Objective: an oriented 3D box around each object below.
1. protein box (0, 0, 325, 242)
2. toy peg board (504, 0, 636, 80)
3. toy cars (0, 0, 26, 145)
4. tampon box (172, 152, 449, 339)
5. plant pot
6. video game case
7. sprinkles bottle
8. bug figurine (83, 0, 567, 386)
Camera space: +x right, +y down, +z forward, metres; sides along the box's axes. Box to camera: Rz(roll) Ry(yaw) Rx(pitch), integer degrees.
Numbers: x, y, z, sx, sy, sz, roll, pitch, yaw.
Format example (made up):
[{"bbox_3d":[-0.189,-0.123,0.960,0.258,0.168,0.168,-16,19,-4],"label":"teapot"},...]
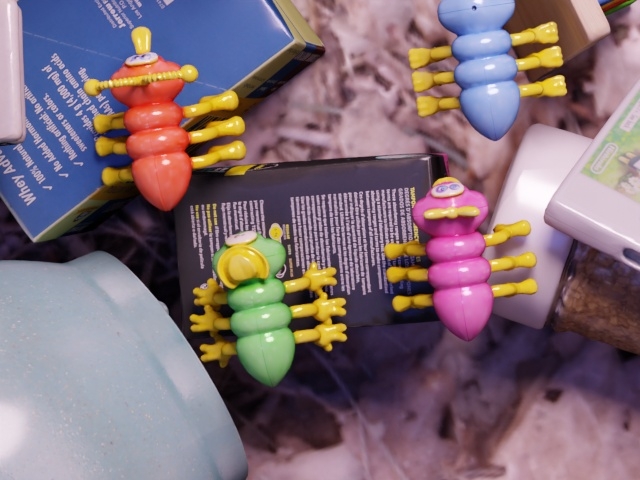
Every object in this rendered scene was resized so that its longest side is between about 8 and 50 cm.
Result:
[{"bbox_3d":[-0.141,-0.139,1.131,0.201,0.136,0.200,-37,88,9],"label":"protein box"},{"bbox_3d":[0.142,-0.194,1.082,0.079,0.160,0.161,-26,89,-6],"label":"toy peg board"},{"bbox_3d":[-0.173,-0.160,1.026,0.393,0.087,0.176,-44,78,11],"label":"toy cars"},{"bbox_3d":[0.000,0.000,1.126,0.161,0.120,0.101,-4,93,9],"label":"tampon box"},{"bbox_3d":[-0.169,0.127,1.100,0.196,0.293,0.293,-34,88,-17],"label":"plant pot"},{"bbox_3d":[0.260,-0.035,1.049,0.193,0.212,0.023,29,140,14],"label":"video game case"},{"bbox_3d":[0.275,0.038,1.087,0.355,0.121,0.121,18,96,7],"label":"sprinkles bottle"},{"bbox_3d":[0.009,-0.036,1.017,0.279,0.072,0.216,-13,95,7],"label":"bug figurine"}]
